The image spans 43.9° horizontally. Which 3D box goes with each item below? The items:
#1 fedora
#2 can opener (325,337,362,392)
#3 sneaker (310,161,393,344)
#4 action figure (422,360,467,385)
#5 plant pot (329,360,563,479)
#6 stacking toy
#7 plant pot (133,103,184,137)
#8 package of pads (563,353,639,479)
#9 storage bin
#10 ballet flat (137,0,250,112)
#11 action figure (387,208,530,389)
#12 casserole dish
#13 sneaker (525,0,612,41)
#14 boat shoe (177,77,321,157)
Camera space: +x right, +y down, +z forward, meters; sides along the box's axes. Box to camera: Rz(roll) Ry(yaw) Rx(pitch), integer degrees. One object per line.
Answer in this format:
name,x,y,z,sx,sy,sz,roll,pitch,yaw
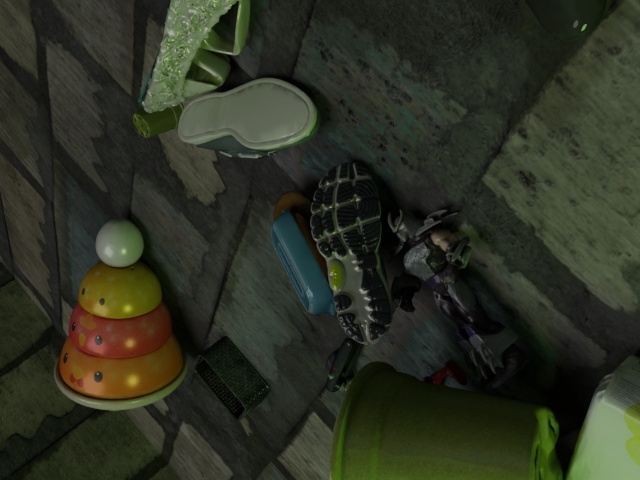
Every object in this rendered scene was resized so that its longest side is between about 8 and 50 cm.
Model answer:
fedora,0.000,0.000,1.327,0.194,0.079,0.194,36,139,39
can opener,0.042,0.235,1.524,0.073,0.059,0.186,44,148,17
sneaker,0.050,0.020,1.205,0.110,0.107,0.275,13,-110,-80
action figure,0.181,0.324,1.388,0.139,0.091,0.280,57,150,13
plant pot,0.186,0.309,1.085,0.254,0.276,0.276,-2,122,28
stacking toy,-0.523,0.161,2.057,0.350,0.350,0.480,25,122,39
plant pot,-0.312,-0.235,1.519,0.083,0.079,0.083,35,145,29
package of pads,0.438,0.305,1.013,0.229,0.101,0.296,32,143,30
storage bin,-0.221,0.342,1.966,0.180,0.084,0.122,48,149,11
ballet flat,-0.193,-0.308,1.248,0.147,0.147,0.409,51,150,5
action figure,0.183,0.073,1.136,0.285,0.099,0.185,55,159,6
casserole dish,-0.033,0.040,1.248,0.188,0.037,0.114,61,168,17
sneaker,0.178,-0.310,0.727,0.109,0.130,0.286,-3,119,53
boat shoe,-0.103,-0.189,1.296,0.319,0.116,0.099,5,168,44
